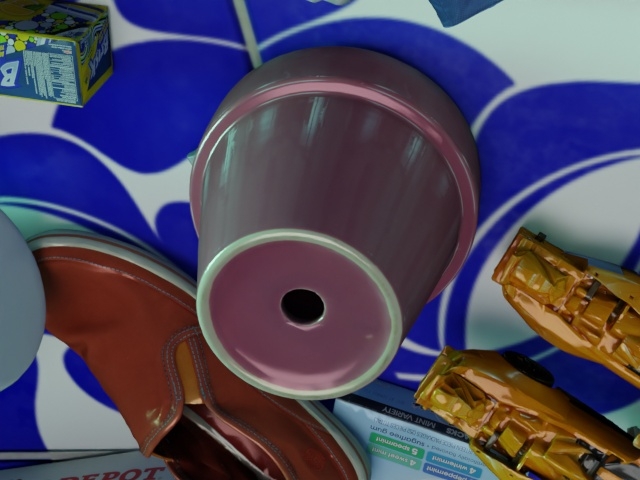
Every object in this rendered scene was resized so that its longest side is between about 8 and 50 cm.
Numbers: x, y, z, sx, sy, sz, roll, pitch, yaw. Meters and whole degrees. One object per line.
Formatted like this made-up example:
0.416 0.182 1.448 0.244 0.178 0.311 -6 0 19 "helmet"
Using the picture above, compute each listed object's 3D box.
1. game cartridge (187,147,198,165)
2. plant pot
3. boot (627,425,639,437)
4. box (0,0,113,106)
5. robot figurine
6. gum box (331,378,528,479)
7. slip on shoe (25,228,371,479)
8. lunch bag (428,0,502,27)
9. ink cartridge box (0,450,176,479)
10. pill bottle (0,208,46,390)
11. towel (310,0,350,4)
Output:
-0.049 -0.053 1.102 0.083 0.017 0.056 -20 119 30 "game cartridge"
0.000 0.000 1.004 0.201 0.180 0.201 5 123 8 "plant pot"
0.286 0.191 1.139 0.085 0.059 0.158 -28 110 16 "boot"
-0.235 -0.139 1.078 0.169 0.059 0.054 9 124 13 "box"
0.223 0.129 1.057 0.291 0.085 0.211 32 104 4 "robot figurine"
0.075 0.205 1.223 0.157 0.041 0.184 17 127 8 "gum box"
-0.111 0.112 1.169 0.331 0.101 0.123 40 131 5 "slip on shoe"
0.100 -0.183 0.926 0.098 0.067 0.065 -24 113 30 "lunch bag"
-0.243 0.355 1.218 0.285 0.395 0.166 -10 117 25 "ink cartridge box"
-0.392 0.093 1.192 0.361 0.204 0.204 -26 112 36 "pill bottle"
-0.040 -0.344 0.853 0.320 0.090 0.374 28 128 -5 "towel"
